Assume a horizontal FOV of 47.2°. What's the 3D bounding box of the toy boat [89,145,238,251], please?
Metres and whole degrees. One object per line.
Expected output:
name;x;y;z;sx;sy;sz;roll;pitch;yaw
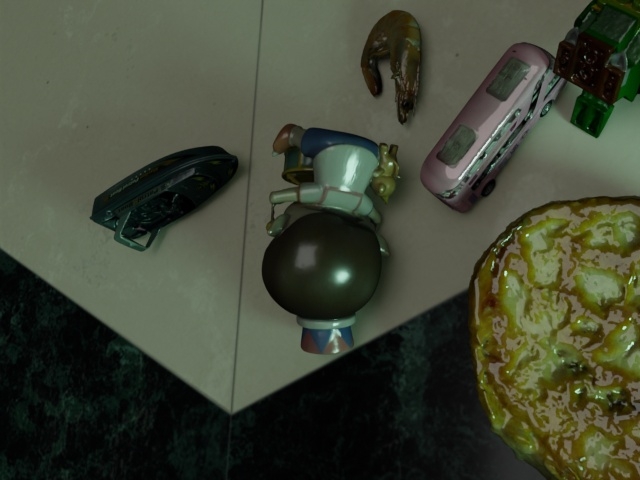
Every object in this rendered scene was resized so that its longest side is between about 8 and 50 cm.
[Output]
toy boat;-0.219;-0.067;1.055;0.246;0.093;0.103;-26;59;21

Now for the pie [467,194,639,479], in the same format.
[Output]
pie;0.298;0.099;0.734;0.316;0.092;0.314;-6;76;23

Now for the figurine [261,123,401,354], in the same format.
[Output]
figurine;0.003;-0.001;0.892;0.158;0.161;0.275;158;123;-67

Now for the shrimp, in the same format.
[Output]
shrimp;0.088;-0.223;0.952;0.095;0.045;0.162;-5;77;28

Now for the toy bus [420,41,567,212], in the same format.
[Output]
toy bus;0.198;-0.128;0.842;0.063;0.090;0.203;40;97;31

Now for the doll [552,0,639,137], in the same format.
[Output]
doll;0.333;-0.216;0.774;0.186;0.134;0.106;-49;56;2
